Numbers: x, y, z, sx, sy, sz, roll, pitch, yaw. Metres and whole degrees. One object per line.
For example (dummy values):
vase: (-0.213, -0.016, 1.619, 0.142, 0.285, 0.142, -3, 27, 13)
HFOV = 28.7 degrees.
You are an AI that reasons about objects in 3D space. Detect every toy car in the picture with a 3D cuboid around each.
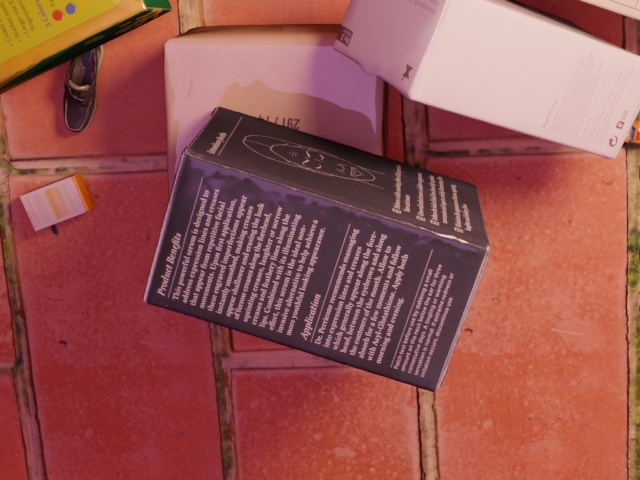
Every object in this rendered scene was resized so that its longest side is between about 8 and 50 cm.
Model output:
toy car: (0.492, -0.192, 1.864, 0.060, 0.040, 0.122, 26, 106, -2)

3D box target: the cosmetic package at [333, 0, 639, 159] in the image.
cosmetic package: (0.237, -0.249, 1.696, 0.385, 0.217, 0.156, 12, 108, -36)

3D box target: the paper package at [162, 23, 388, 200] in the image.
paper package: (-0.057, -0.163, 1.859, 0.324, 0.168, 0.309, 1, 105, 4)

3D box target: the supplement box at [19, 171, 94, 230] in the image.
supplement box: (-0.417, -0.062, 1.986, 0.098, 0.036, 0.062, -19, 103, 10)

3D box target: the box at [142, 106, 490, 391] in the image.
box: (0.000, 0.000, 1.663, 0.395, 0.293, 0.212, 18, 108, -1)

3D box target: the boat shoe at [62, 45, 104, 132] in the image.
boat shoe: (-0.371, -0.238, 1.927, 0.056, 0.049, 0.152, 12, 105, 4)

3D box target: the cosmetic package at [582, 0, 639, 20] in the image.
cosmetic package: (0.402, -0.392, 1.706, 0.296, 0.129, 0.153, 12, 108, -29)

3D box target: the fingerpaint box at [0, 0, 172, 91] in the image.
fingerpaint box: (-0.481, -0.456, 1.805, 0.371, 0.163, 0.445, -24, 95, 11)
